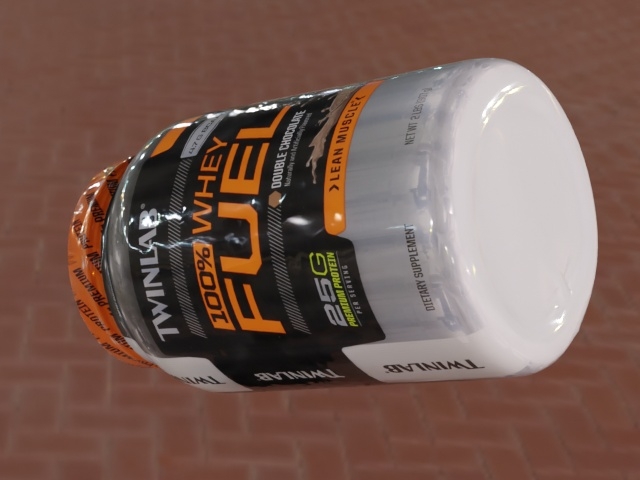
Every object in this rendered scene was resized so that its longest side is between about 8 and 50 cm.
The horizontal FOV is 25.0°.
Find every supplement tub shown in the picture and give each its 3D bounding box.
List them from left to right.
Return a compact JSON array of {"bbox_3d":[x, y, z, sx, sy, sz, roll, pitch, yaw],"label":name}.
[{"bbox_3d":[0.000,0.000,1.000,0.338,0.207,0.207,-8,13,36],"label":"supplement tub"}]
